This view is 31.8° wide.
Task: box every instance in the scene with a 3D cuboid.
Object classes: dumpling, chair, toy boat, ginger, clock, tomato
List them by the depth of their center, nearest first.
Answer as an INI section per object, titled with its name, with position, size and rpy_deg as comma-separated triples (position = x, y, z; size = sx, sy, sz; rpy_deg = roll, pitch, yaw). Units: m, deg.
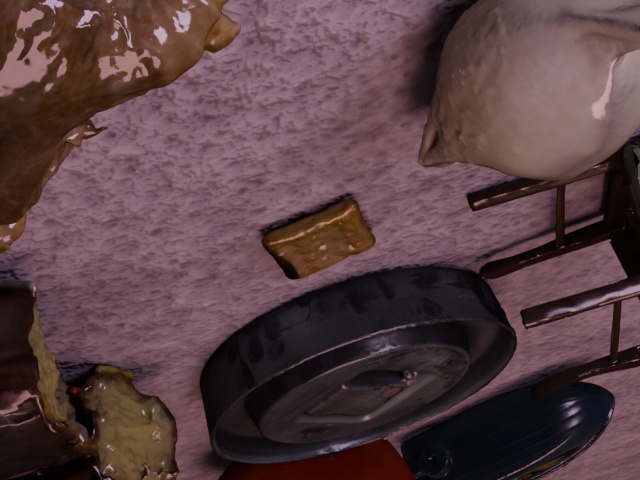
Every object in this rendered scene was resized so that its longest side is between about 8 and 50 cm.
[ginger]
position = -0.191, -0.053, 0.598
size = 0.333, 0.080, 0.166
rpy_deg = -34, 139, 20
[dumpling]
position = 0.156, -0.110, 0.708
size = 0.166, 0.126, 0.216
rpy_deg = -34, 156, -38
[chair]
position = 0.301, -0.007, 0.945
size = 0.319, 0.160, 0.186
rpy_deg = -20, 148, 1
[clock]
position = 0.036, 0.131, 1.118
size = 0.319, 0.066, 0.319
rpy_deg = -16, 153, -9
[tomato]
position = 0.003, 0.316, 1.279
size = 0.260, 0.260, 0.180
rpy_deg = -10, 123, -20
[toy boat]
position = 0.247, 0.265, 1.461
size = 0.296, 0.114, 0.122
rpy_deg = -28, 146, 16

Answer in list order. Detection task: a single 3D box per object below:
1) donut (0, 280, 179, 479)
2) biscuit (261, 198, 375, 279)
[donut]
position = -0.276, 0.165, 0.897
size = 0.259, 0.136, 0.345
rpy_deg = -20, 153, 5
[biscuit]
position = 0.000, 0.000, 0.897
size = 0.081, 0.018, 0.083
rpy_deg = -23, 154, 6
